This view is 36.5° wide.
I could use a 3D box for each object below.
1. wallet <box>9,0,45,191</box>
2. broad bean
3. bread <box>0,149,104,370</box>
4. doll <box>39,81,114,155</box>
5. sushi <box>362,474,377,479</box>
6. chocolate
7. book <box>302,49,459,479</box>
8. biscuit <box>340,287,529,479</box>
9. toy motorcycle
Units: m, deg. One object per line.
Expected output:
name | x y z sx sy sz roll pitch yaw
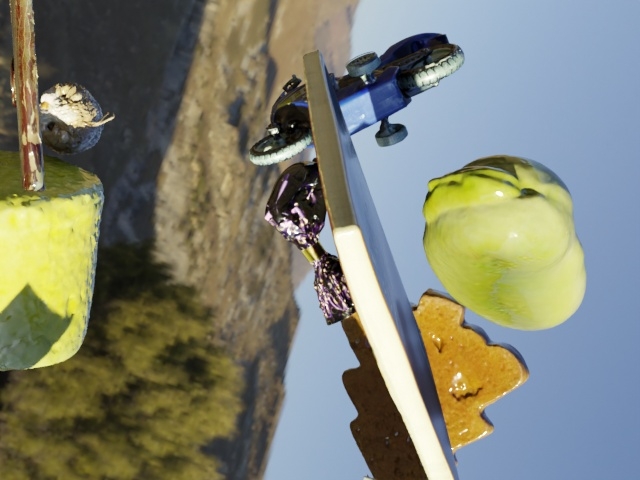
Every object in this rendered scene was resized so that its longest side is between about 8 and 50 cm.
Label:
wallet | -0.333 -0.174 1.095 0.122 0.031 0.232 -147 -126 -67
broad bean | 0.135 0.007 0.724 0.174 0.124 0.082 77 33 -50
bread | -0.505 0.027 1.456 0.348 0.348 0.308 -92 -172 -75
doll | -0.401 -0.189 1.536 0.221 0.114 0.105 4 -101 69
sushi | 0.100 0.303 0.817 0.031 0.201 0.139 -31 -150 54
chocolate | -0.003 0.002 0.894 0.072 0.147 0.070 -24 176 -28
book | 0.060 0.048 0.872 0.263 0.028 0.374 -97 168 -51
biscuit | 0.131 0.215 1.362 0.043 0.278 0.302 -7 117 -67
toy motorcycle | 0.039 -0.184 1.249 0.315 0.113 0.169 -28 -157 -8
